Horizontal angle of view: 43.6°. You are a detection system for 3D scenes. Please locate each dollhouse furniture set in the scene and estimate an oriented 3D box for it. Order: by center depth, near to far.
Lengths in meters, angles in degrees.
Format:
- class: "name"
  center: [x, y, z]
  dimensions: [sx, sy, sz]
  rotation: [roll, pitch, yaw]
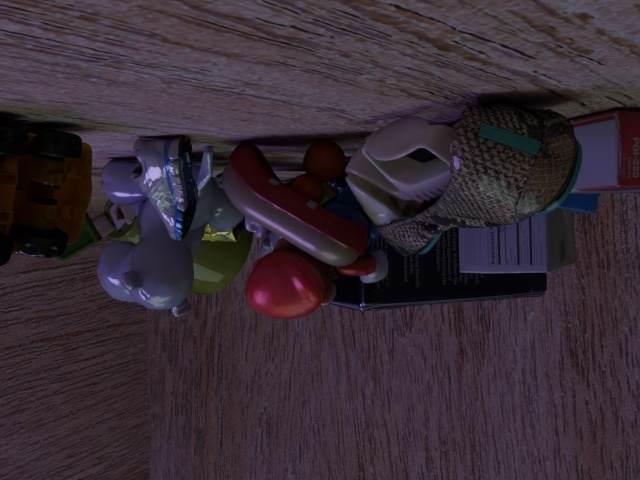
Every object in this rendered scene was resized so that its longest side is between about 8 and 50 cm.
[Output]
- class: "dollhouse furniture set"
  center: [-0.407, -0.103, 1.565]
  dimensions: [0.302, 0.151, 0.197]
  rotation: [-30, -170, -5]

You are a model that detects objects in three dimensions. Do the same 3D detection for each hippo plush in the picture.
- class: "hippo plush"
  center: [-0.234, 0.005, 1.312]
  dimensions: [0.294, 0.236, 0.234]
  rotation: [1, 164, 37]

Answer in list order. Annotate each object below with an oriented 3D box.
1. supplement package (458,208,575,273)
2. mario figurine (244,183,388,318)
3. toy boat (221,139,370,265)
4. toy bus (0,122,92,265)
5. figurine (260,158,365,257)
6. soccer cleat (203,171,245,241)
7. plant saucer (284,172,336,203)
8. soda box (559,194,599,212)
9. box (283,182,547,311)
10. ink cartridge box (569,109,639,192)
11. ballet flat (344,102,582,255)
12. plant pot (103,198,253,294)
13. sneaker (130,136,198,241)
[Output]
- class: "supplement package"
  center: [0.343, -0.051, 1.379]
  dimensions: [0.145, 0.204, 0.262]
  rotation: [-1, -179, 27]
- class: "mario figurine"
  center: [0.000, 0.000, 1.291]
  dimensions: [0.198, 0.320, 0.170]
  rotation: [37, 155, 24]
- class: "toy boat"
  center: [-0.020, -0.073, 1.122]
  dimensions: [0.231, 0.151, 0.151]
  rotation: [31, -179, 7]
- class: "toy bus"
  center: [-0.398, -0.066, 0.900]
  dimensions: [0.212, 0.149, 0.220]
  rotation: [13, -172, 20]
- class: "figurine"
  center: [-0.014, -0.050, 1.453]
  dimensions: [0.215, 0.092, 0.209]
  rotation: [-25, 150, -11]
- class: "soccer cleat"
  center: [-0.212, -0.037, 1.500]
  dimensions: [0.289, 0.121, 0.093]
  rotation: [-28, 172, 19]
- class: "plant saucer"
  center: [-0.049, -0.084, 1.604]
  dimensions: [0.188, 0.045, 0.188]
  rotation: [-31, -166, -25]
- class: "soda box"
  center: [0.299, -0.093, 1.178]
  dimensions: [0.210, 0.071, 0.067]
  rotation: [10, -176, 1]
- class: "box"
  center: [0.196, -0.008, 1.899]
  dimensions: [0.472, 0.297, 0.480]
  rotation: [0, -179, -25]
- class: "ink cartridge box"
  center: [0.405, -0.105, 0.987]
  dimensions: [0.218, 0.092, 0.158]
  rotation: [-4, -179, -18]
- class: "ballet flat"
  center: [0.130, -0.084, 0.995]
  dimensions: [0.182, 0.164, 0.483]
  rotation: [20, 171, -10]
- class: "plant pot"
  center: [-0.361, -0.031, 1.917]
  dimensions: [0.275, 0.274, 0.294]
  rotation: [-1, 165, 40]
- class: "sneaker"
  center: [-0.218, -0.075, 1.106]
  dimensions: [0.083, 0.071, 0.190]
  rotation: [10, 139, 5]
